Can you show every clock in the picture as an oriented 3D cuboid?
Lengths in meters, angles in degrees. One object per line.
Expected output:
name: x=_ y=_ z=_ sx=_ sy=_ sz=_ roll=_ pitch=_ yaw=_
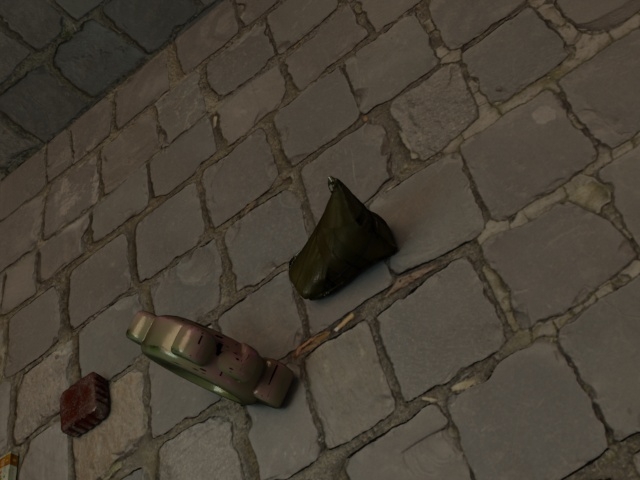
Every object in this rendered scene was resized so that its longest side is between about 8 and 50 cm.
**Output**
clock: x=-0.240 y=0.250 z=1.887 sx=0.284 sy=0.309 sz=0.114 roll=11 pitch=69 yaw=45

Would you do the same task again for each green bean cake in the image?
green bean cake: x=-0.605 y=0.422 z=2.267 sx=0.136 sy=0.056 sz=0.135 roll=-34 pitch=41 yaw=16

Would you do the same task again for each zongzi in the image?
zongzi: x=0.000 y=0.000 z=1.889 sx=0.260 sy=0.289 sz=0.123 roll=-34 pitch=55 yaw=15

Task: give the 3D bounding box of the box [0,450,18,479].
box: x=-0.896 y=0.659 z=2.357 sx=0.220 sy=0.032 sz=0.122 roll=-31 pitch=43 yaw=20
